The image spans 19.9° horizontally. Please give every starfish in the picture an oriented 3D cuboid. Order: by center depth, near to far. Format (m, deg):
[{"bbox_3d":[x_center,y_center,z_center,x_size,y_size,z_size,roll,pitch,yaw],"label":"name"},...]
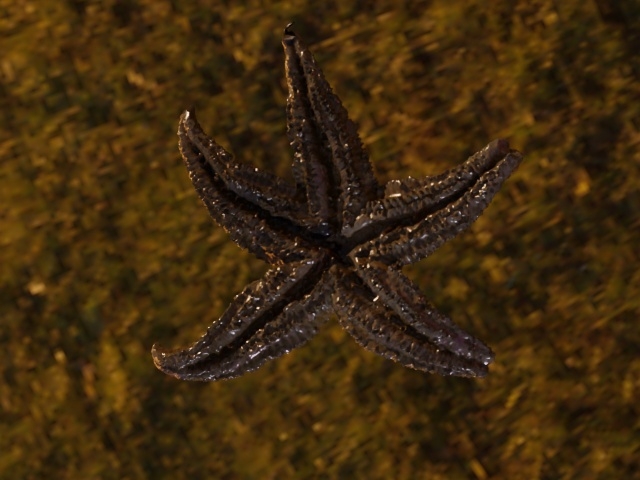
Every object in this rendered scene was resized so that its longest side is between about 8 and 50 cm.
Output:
[{"bbox_3d":[0.000,0.000,1.007,0.240,0.043,0.227,-36,68,13],"label":"starfish"}]
